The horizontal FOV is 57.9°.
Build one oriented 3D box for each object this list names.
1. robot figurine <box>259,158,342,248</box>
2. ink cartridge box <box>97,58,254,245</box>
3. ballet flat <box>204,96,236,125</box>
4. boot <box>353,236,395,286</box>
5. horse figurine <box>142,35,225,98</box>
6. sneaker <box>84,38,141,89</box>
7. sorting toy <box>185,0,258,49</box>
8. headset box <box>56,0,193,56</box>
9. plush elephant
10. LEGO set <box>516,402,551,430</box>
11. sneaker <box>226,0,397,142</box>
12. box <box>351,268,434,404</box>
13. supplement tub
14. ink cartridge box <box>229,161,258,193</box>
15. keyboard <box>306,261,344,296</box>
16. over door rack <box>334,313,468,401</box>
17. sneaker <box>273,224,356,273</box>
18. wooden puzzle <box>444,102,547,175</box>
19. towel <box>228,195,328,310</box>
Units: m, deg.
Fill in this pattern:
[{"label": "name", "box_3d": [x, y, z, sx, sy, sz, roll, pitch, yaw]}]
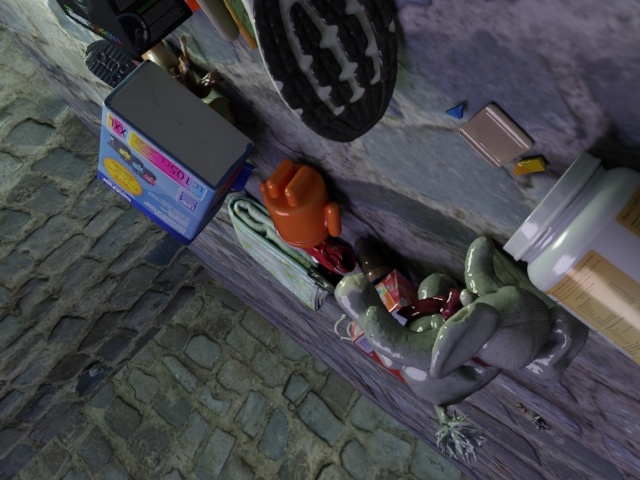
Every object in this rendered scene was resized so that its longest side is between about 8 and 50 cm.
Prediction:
[{"label": "robot figurine", "box_3d": [-0.040, -0.065, 1.166, 0.219, 0.158, 0.128, 71, -170, -58]}, {"label": "ink cartridge box", "box_3d": [-0.329, -0.155, 1.257, 0.270, 0.151, 0.395, 39, 153, -5]}, {"label": "ballet flat", "box_3d": [-0.241, -0.269, 1.272, 0.232, 0.080, 0.073, 5, 111, 61]}, {"label": "boot", "box_3d": [0.134, 0.069, 1.239, 0.106, 0.082, 0.219, 65, -172, 28]}, {"label": "horse figurine", "box_3d": [-0.304, -0.364, 1.160, 0.263, 0.066, 0.174, 43, 159, 10]}, {"label": "sneaker", "box_3d": [-0.430, -0.369, 1.436, 0.319, 0.112, 0.131, 48, -172, -23]}, {"label": "sorting toy", "box_3d": [-0.178, -0.354, 0.712, 0.348, 0.047, 0.196, 50, -165, -52]}, {"label": "headset box", "box_3d": [-0.373, -0.476, 0.917, 0.246, 0.131, 0.283, 34, 161, 28]}, {"label": "plush elephant", "box_3d": [0.219, 0.122, 0.856, 0.271, 0.255, 0.330, 9, -134, -34]}, {"label": "LEGO set", "box_3d": [0.474, 0.402, 1.299, 0.083, 0.023, 0.054, 29, 159, 41]}, {"label": "sneaker", "box_3d": [-0.052, -0.298, 0.655, 0.410, 0.158, 0.182, 55, -179, -27]}, {"label": "box", "box_3d": [0.193, 0.195, 1.129, 0.257, 0.128, 0.123, 39, -154, -18]}, {"label": "supplement tub", "box_3d": [0.294, 0.022, 0.550, 0.199, 0.144, 0.144, 40, 164, 14]}, {"label": "ink cartridge box", "box_3d": [-0.290, -0.179, 1.494, 0.165, 0.065, 0.332, 23, 171, -21]}, {"label": "keyboard", "box_3d": [0.088, 0.127, 1.308, 0.317, 0.033, 0.201, 29, -173, -39]}, {"label": "over door rack", "box_3d": [0.216, 0.284, 1.513, 0.324, 0.108, 0.239, 32, 168, -11]}, {"label": "sneaker", "box_3d": [0.000, 0.000, 1.358, 0.221, 0.087, 0.128, 37, 159, -22]}, {"label": "wooden puzzle", "box_3d": [0.200, -0.118, 0.661, 0.116, 0.014, 0.078, 46, 160, -8]}, {"label": "towel", "box_3d": [-0.117, 0.048, 1.715, 0.374, 0.090, 0.320, 41, 163, 9]}]
